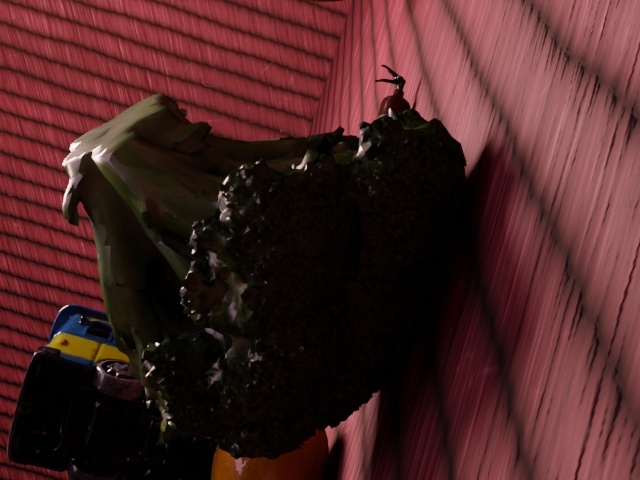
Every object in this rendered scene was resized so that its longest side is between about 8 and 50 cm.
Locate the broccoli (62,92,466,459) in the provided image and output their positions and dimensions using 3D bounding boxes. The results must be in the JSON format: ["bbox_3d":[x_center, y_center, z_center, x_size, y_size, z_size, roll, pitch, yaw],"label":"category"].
[{"bbox_3d":[-0.043,0.005,0.687,0.294,0.245,0.265,-13,37,57],"label":"broccoli"}]

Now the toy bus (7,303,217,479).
[{"bbox_3d":[-0.171,0.186,1.148,0.175,0.287,0.138,-97,25,-75],"label":"toy bus"}]

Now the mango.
[{"bbox_3d":[-0.045,0.203,0.860,0.115,0.090,0.178,-96,14,-59],"label":"mango"}]

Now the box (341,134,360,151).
[{"bbox_3d":[0.000,0.000,1.257,0.160,0.050,0.230,130,157,-76],"label":"box"}]

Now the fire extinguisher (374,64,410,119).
[{"bbox_3d":[0.060,-0.080,0.996,0.049,0.035,0.173,45,-126,-51],"label":"fire extinguisher"}]
